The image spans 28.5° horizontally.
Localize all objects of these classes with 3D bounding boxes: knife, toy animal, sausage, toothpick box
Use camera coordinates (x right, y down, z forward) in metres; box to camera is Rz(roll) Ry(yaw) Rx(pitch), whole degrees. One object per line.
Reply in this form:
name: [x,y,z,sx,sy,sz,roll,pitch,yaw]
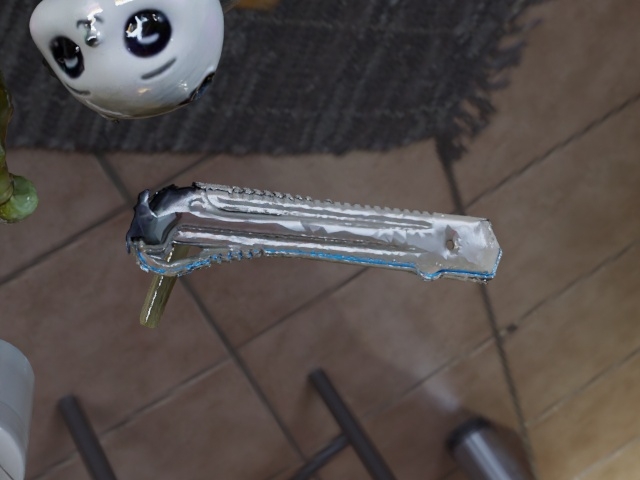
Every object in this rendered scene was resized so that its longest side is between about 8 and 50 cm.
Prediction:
knife: [-0.002,-0.001,1.193,0.365,0.043,0.089,4,92,-13]
toy animal: [-0.136,-0.183,0.949,0.166,0.179,0.138,-6,173,26]
sausage: [-0.149,0.025,1.257,0.024,0.024,0.132,18,96,-47]
toothpick box: [-0.327,0.173,1.180,0.111,0.180,0.111,-3,110,-8]

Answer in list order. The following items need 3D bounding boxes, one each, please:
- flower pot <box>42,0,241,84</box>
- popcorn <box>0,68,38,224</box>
flower pot: [-0.192,-0.317,1.286,0.283,0.299,0.299,-41,143,16]
popcorn: [-0.472,-0.113,1.380,0.274,0.279,0.335,-45,151,-57]
